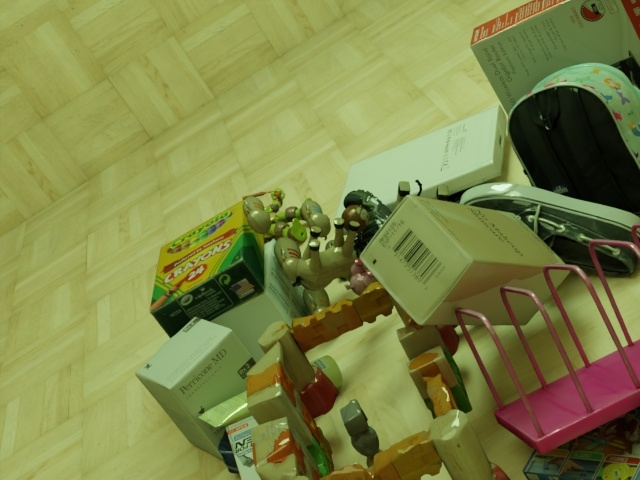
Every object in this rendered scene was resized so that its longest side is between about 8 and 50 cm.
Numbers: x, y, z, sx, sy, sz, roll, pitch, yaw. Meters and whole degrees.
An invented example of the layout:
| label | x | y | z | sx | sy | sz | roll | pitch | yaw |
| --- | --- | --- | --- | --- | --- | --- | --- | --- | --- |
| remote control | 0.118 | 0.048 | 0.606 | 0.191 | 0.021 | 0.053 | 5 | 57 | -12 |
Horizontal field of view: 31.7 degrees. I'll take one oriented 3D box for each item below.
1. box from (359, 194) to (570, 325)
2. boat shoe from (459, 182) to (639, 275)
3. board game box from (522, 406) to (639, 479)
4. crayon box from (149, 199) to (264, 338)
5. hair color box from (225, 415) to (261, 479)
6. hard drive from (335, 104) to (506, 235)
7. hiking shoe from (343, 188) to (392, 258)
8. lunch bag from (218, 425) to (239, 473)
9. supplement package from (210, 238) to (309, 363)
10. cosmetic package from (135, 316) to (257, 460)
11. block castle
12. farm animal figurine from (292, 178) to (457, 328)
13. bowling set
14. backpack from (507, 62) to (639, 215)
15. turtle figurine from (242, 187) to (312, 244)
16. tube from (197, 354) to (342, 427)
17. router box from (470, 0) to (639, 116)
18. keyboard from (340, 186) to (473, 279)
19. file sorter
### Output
| label | x | y | z | sx | sy | sz | roll | pitch | yaw |
| --- | --- | --- | --- | --- | --- | --- | --- | --- | --- |
| box | 0.215 | 0.035 | 1.625 | 0.148 | 0.311 | 0.121 | 48 | 114 | 27 |
| boat shoe | 0.356 | -0.007 | 1.798 | 0.306 | 0.113 | 0.105 | 16 | 59 | 20 |
| board game box | 0.373 | 0.263 | 1.434 | 0.201 | 0.035 | 0.136 | -4 | 38 | 48 |
| crayon box | -0.210 | 0.041 | 2.146 | 0.202 | 0.081 | 0.318 | -30 | 23 | 10 |
| hair color box | -0.080 | 0.344 | 1.749 | 0.093 | 0.053 | 0.167 | -23 | 43 | -3 |
| hard drive | 0.206 | -0.144 | 2.306 | 0.353 | 0.047 | 0.233 | -20 | 29 | 25 |
| hiking shoe | 0.098 | -0.012 | 2.163 | 0.114 | 0.086 | 0.227 | -43 | 48 | -5 |
| lunch bag | -0.121 | 0.337 | 1.868 | 0.067 | 0.065 | 0.098 | 2 | 41 | 22 |
| supplement package | -0.138 | 0.140 | 2.152 | 0.194 | 0.149 | 0.203 | -27 | 25 | 16 |
| cosmetic package | -0.191 | 0.256 | 1.960 | 0.151 | 0.183 | 0.151 | -44 | 26 | -21 |
| block castle | 0.080 | 0.265 | 1.591 | 0.303 | 0.212 | 0.453 | -25 | 28 | 7 |
| farm animal figurine | 0.143 | 0.037 | 1.933 | 0.330 | 0.172 | 0.326 | 16 | 41 | 10 |
| bowling set | 0.000 | 0.000 | 2.067 | 0.200 | 0.287 | 0.154 | -36 | 20 | 3 |
| backpack | 0.439 | -0.162 | 1.847 | 0.225 | 0.253 | 0.191 | -21 | 18 | 48 |
| turtle figurine | -0.122 | -0.030 | 2.525 | 0.217 | 0.087 | 0.269 | -2 | 30 | 38 |
| tube | -0.081 | 0.259 | 1.872 | 0.240 | 0.070 | 0.062 | -19 | 58 | -24 |
| router box | 0.469 | -0.276 | 1.953 | 0.301 | 0.335 | 0.082 | -23 | 25 | 25 |
| keyboard | 0.159 | -0.044 | 2.274 | 0.317 | 0.033 | 0.201 | -29 | 24 | 8 |
| file sorter | 0.346 | 0.112 | 1.452 | 0.291 | 0.182 | 0.202 | -25 | 4 | -5 |
